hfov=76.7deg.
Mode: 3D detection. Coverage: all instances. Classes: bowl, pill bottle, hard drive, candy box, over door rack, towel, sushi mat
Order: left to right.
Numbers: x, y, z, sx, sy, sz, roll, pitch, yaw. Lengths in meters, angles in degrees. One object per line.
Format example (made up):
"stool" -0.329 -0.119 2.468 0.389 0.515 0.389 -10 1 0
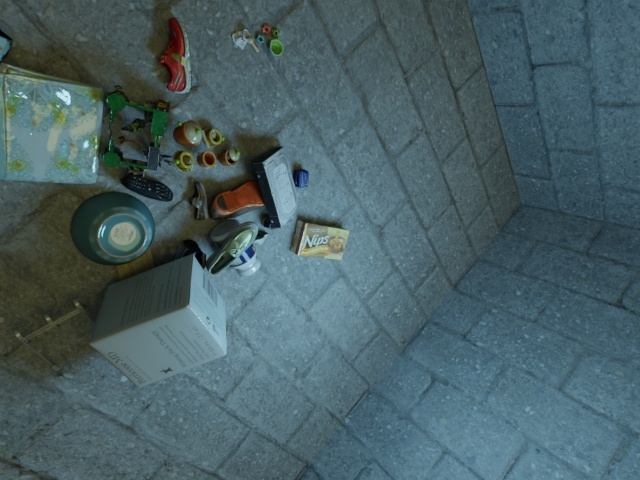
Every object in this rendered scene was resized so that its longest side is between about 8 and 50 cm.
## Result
"towel" -0.937 -0.382 1.402 0.321 0.090 0.373 -3 113 -47
"over door rack" -1.038 0.390 1.650 0.240 0.108 0.323 -31 136 -24
"bowl" -0.803 -0.032 1.608 0.312 0.163 0.310 -9 106 -34
"sushi mat" -0.804 0.151 1.780 0.152 0.019 0.315 -18 116 -31
"pill bottle" -0.402 0.040 1.949 0.153 0.153 0.264 -39 125 -19
"hard drive" -0.204 -0.261 1.972 0.237 0.064 0.338 -54 137 -53
"candy box" 0.000 0.000 2.269 0.317 0.088 0.182 8 101 -37

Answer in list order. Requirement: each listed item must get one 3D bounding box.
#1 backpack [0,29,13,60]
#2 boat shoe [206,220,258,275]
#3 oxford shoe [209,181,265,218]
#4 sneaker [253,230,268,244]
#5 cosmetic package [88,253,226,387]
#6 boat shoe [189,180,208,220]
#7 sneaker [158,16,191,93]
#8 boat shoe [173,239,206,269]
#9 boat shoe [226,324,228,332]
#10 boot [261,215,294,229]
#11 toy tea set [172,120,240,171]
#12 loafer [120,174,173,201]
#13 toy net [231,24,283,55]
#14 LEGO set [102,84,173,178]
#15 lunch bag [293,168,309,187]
"backpack" -1.047 -0.608 1.226 0.166 0.189 0.144 24 91 -40
"boat shoe" -0.389 0.044 1.807 0.302 0.094 0.109 -46 123 5
"oxford shoe" -0.373 -0.187 1.932 0.364 0.133 0.129 -21 79 -43
"sneaker" -0.306 -0.004 2.029 0.152 0.054 0.061 -36 148 -71
"cosmetic package" -0.635 0.327 1.664 0.395 0.327 0.329 -21 128 1
"boat shoe" -0.550 -0.173 1.821 0.066 0.066 0.183 -17 115 -29
"sneaker" -0.576 -0.726 1.589 0.119 0.107 0.278 -8 109 -24
"boat shoe" -0.618 0.175 1.834 0.127 0.158 0.339 10 100 -38
"boat shoe" -0.556 0.341 1.972 0.113 0.103 0.301 -32 122 -26
"boot" -0.201 -0.097 2.089 0.190 0.086 0.069 -21 117 -29
"toy tea set" -0.469 -0.398 1.716 0.336 0.125 0.199 -17 103 -54
"loafer" -0.717 -0.217 1.683 0.223 0.079 0.076 25 68 -55
"toy net" -0.273 -0.894 1.784 0.233 0.045 0.121 -5 109 -35
"LEGO set" -0.708 -0.431 1.574 0.255 0.192 0.330 1 120 -17
"lunch bag" -0.105 -0.317 2.095 0.065 0.067 0.098 -10 113 -33
